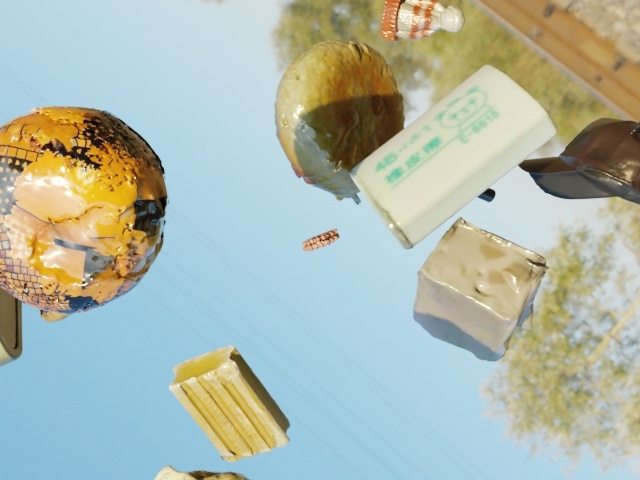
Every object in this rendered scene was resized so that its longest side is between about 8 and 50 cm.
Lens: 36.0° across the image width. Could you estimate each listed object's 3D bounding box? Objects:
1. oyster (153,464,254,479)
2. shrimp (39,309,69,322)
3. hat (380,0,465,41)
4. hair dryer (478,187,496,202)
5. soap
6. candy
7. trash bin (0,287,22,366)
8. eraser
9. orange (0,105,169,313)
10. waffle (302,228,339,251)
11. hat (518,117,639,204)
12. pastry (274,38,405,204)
[{"bbox_3d":[-0.028,0.326,0.988,0.275,0.271,0.100,14,-128,13],"label":"oyster"},{"bbox_3d":[-0.379,0.027,1.605,0.066,0.262,0.117,34,-164,-50],"label":"shrimp"},{"bbox_3d":[0.204,-0.436,1.920,0.163,0.112,0.093,15,-177,16],"label":"hat"},{"bbox_3d":[0.298,-0.114,1.816,0.047,0.026,0.083,21,-123,-28],"label":"hair dryer"},{"bbox_3d":[-0.205,0.378,2.248,0.274,0.174,0.089,59,-161,-31],"label":"soap"},{"bbox_3d":[0.250,0.082,1.538,0.185,0.137,0.195,28,153,15],"label":"candy"},{"bbox_3d":[-0.696,0.175,1.851,0.243,0.248,0.121,-107,-6,-46],"label":"trash bin"},{"bbox_3d":[0.199,-0.132,1.524,0.104,0.290,0.189,49,-176,-34],"label":"eraser"},{"bbox_3d":[-0.283,-0.037,1.091,0.234,0.234,0.182,34,-159,-16],"label":"orange"},{"bbox_3d":[0.000,0.000,2.024,0.075,0.083,0.029,-22,-88,-33],"label":"waffle"},{"bbox_3d":[0.561,-0.179,1.899,0.336,0.208,0.238,15,177,30],"label":"hat"},{"bbox_3d":[0.043,-0.245,1.938,0.136,0.329,0.330,-4,159,43],"label":"pastry"}]
